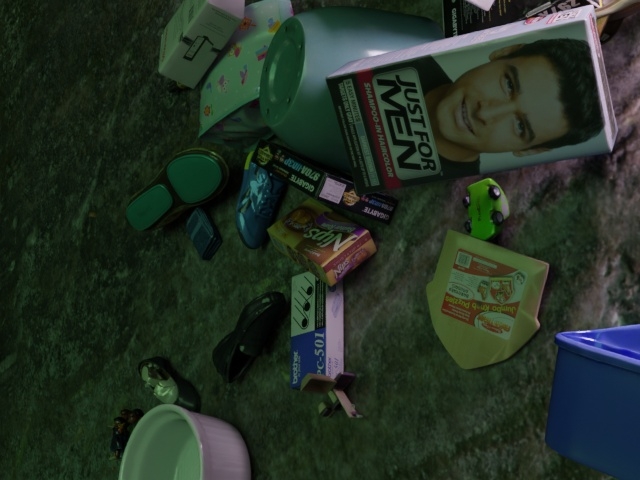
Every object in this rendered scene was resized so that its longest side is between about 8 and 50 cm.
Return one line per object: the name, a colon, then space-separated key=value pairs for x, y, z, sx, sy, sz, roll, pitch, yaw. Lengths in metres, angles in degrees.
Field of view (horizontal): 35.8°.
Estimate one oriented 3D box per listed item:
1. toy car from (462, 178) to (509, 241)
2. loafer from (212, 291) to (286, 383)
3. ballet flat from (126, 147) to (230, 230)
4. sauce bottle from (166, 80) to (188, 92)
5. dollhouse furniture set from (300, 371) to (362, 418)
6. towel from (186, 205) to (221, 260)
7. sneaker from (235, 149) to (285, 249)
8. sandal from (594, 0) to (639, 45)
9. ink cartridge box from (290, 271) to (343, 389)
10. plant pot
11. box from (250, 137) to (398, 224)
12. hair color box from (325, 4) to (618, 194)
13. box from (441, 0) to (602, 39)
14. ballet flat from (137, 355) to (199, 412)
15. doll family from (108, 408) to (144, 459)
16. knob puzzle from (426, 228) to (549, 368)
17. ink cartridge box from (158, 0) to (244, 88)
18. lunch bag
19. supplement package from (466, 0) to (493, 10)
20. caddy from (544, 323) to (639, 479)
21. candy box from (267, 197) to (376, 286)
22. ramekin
toy car: x=0.256 y=-0.100 z=1.539 sx=0.239 sy=0.053 sz=0.225 roll=-21 pitch=62 yaw=44
loafer: x=-0.128 y=0.184 z=1.872 sx=0.223 sy=0.076 sz=0.078 roll=-51 pitch=49 yaw=31
ballet flat: x=-0.292 y=-0.123 z=2.142 sx=0.348 sy=0.123 sz=0.123 roll=-29 pitch=57 yaw=42
sauce bottle: x=-0.313 y=-0.375 z=2.303 sx=0.128 sy=0.042 sz=0.042 roll=-20 pitch=62 yaw=46
dollhouse furniture set: x=0.012 y=0.275 z=1.644 sx=0.091 sy=0.114 sz=0.081 roll=-52 pitch=48 yaw=20
towel: x=-0.254 y=-0.016 z=2.117 sx=0.067 sy=0.029 sz=0.119 roll=-55 pitch=43 yaw=22
sneaker: x=-0.112 y=-0.088 z=1.949 sx=0.082 sy=0.069 sz=0.210 roll=-4 pitch=74 yaw=45
sandal: x=0.411 y=-0.311 z=1.432 sx=0.180 sy=0.072 sz=0.049 roll=-20 pitch=84 yaw=40
ink cartridge box: x=-0.006 y=0.156 z=1.757 sx=0.097 sy=0.046 sz=0.207 roll=-21 pitch=62 yaw=45
plant pot: x=0.037 y=-0.255 z=1.651 sx=0.293 sy=0.235 sz=0.293 roll=-32 pitch=54 yaw=58
box: x=0.004 y=-0.105 z=1.735 sx=0.220 sy=0.175 sz=0.051 roll=32 pitch=100 yaw=49
hair color box: x=0.215 y=-0.195 z=1.412 sx=0.374 sy=0.113 sz=0.186 roll=-9 pitch=108 yaw=24
box: x=0.310 y=-0.467 z=1.587 sx=0.257 sy=0.079 sz=0.322 roll=-20 pitch=63 yaw=43
ballet flat: x=-0.325 y=0.303 z=2.056 sx=0.203 sy=0.074 sz=0.074 roll=37 pitch=105 yaw=48
doll family: x=-0.410 y=0.411 z=2.115 sx=0.193 sy=0.076 sz=0.112 roll=-19 pitch=68 yaw=48
knob puzzle: x=0.245 y=0.100 z=1.486 sx=0.213 sy=0.030 sz=0.213 roll=0 pitch=90 yaw=36
ink cartridge box: x=-0.236 y=-0.427 z=1.970 sx=0.203 sy=0.085 sz=0.148 roll=-46 pitch=33 yaw=37
lunch bag: x=-0.125 y=-0.333 z=1.981 sx=0.262 sy=0.160 sz=0.224 roll=-32 pitch=53 yaw=46
supplement package: x=0.170 y=-0.519 z=1.552 sx=0.262 sy=0.199 sz=0.198 roll=45 pitch=112 yaw=47
caddy: x=0.417 y=0.182 z=1.111 sx=0.341 sy=0.241 sz=0.179 roll=15 pitch=95 yaw=50
candy box: x=0.000 y=0.000 z=1.759 sx=0.109 sy=0.053 sz=0.186 roll=-37 pitch=37 yaw=-16
ramekin: x=-0.253 y=0.454 z=1.868 sx=0.277 sy=0.135 sz=0.277 roll=-19 pitch=64 yaw=45
